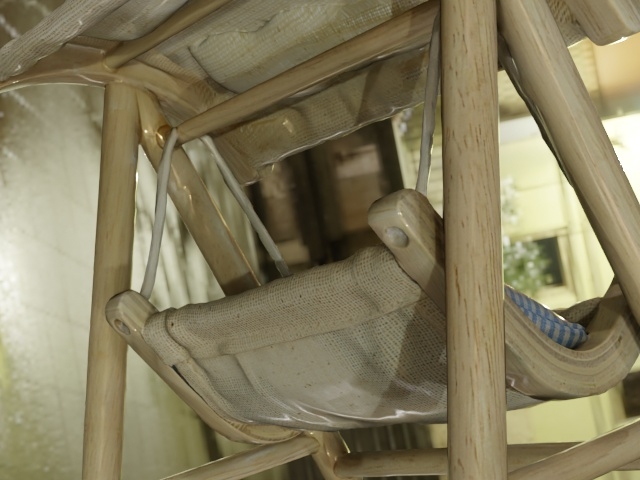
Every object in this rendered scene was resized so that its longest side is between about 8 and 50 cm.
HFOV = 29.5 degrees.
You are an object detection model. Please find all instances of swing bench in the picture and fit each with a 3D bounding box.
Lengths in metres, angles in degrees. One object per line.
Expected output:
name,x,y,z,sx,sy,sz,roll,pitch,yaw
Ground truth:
swing bench,0.000,0.000,0.494,0.253,0.165,0.255,-15,-92,50
